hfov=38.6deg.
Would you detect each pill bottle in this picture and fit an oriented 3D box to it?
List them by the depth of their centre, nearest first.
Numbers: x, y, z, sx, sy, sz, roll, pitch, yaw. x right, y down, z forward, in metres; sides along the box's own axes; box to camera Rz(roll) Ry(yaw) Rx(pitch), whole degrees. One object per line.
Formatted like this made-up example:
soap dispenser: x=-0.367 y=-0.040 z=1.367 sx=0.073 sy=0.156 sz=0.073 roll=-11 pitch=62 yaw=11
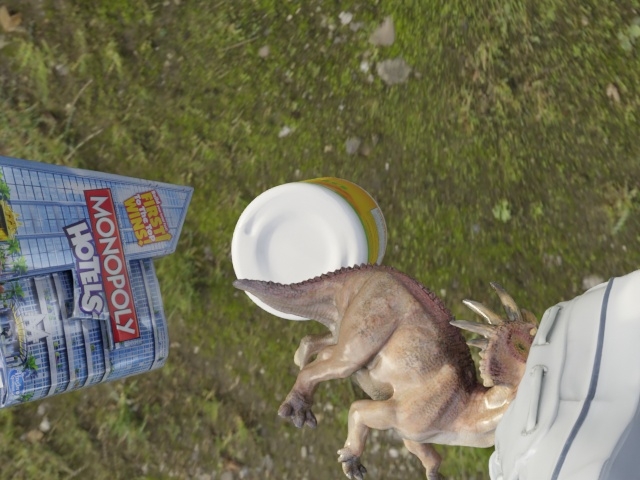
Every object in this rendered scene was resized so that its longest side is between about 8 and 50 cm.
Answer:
pill bottle: x=0.000 y=0.000 z=1.003 sx=0.136 sy=0.246 sz=0.136 roll=1 pitch=96 yaw=11

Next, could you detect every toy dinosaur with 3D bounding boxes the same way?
toy dinosaur: x=0.078 y=0.088 z=0.756 sx=0.296 sy=0.127 sz=0.200 roll=41 pitch=107 yaw=17

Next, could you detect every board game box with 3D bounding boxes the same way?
board game box: x=-0.186 y=0.020 z=0.751 sx=0.060 sy=0.194 sz=0.194 roll=-18 pitch=84 yaw=49

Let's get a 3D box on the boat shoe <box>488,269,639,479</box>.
boat shoe: x=0.129 y=0.112 z=0.453 sx=0.084 sy=0.258 sz=0.095 roll=-20 pitch=108 yaw=35
